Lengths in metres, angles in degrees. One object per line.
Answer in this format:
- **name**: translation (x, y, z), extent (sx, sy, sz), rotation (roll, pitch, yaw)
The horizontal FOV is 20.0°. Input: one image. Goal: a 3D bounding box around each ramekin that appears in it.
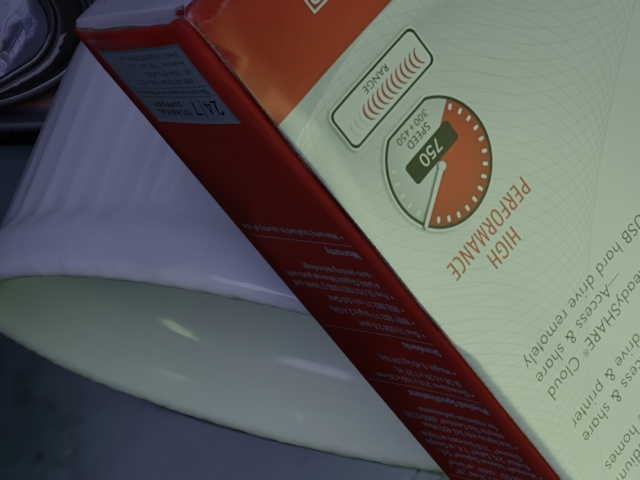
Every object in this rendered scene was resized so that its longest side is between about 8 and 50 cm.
- **ramekin**: translation (0.000, 0.000, 0.783), extent (0.277, 0.277, 0.135), rotation (11, 74, 11)

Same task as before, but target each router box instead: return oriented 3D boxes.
- **router box**: translation (0.132, -0.074, 0.640), extent (0.335, 0.082, 0.301), rotation (-49, 115, -20)

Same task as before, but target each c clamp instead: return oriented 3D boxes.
- **c clamp**: translation (-0.194, -0.127, 0.934), extent (0.137, 0.022, 0.160), rotation (-36, 73, -3)

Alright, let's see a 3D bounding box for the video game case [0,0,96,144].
- **video game case**: translation (-0.065, -0.175, 0.945), extent (0.275, 0.035, 0.248), rotation (0, 79, 10)
